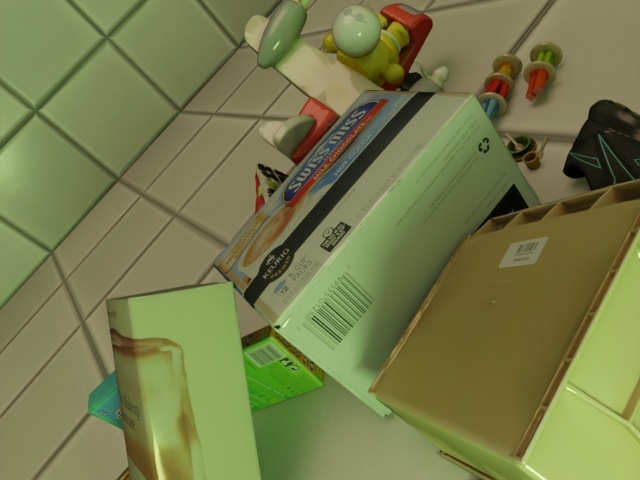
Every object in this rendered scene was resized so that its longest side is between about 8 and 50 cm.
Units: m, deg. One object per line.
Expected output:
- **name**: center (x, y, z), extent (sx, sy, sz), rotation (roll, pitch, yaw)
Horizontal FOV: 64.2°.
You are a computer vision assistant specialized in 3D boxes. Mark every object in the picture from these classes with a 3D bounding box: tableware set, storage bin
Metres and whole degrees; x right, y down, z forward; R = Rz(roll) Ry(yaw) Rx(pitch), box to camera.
- **tableware set**: center (0.271, -0.125, 0.805), extent (0.154, 0.024, 0.104), rotation (1, 55, 47)
- **storage bin**: center (0.200, 0.090, 0.471), extent (0.260, 0.123, 0.262), rotation (-54, 8, -15)

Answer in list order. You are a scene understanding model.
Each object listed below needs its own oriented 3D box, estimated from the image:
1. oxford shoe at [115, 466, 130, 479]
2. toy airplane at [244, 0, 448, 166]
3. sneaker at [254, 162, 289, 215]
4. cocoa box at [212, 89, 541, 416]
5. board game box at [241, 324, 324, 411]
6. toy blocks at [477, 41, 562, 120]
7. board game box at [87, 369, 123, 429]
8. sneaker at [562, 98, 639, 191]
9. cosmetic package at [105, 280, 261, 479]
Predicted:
- **oxford shoe**: center (-0.218, 0.339, 0.726), extent (0.076, 0.076, 0.212), rotation (27, 46, 36)
- **toy airplane**: center (0.044, -0.304, 0.955), extent (0.386, 0.272, 0.384), rotation (-3, 64, 0)
- **sneaker**: center (-0.108, -0.078, 1.092), extent (0.118, 0.107, 0.279), rotation (-62, 18, 22)
- **cocoa box**: center (0.074, -0.001, 0.690), extent (0.347, 0.231, 0.228), rotation (-50, 33, -7)
- **board game box**: center (-0.134, 0.216, 0.775), extent (0.259, 0.124, 0.039), rotation (-29, 31, 22)
- **toy blocks**: center (0.328, -0.255, 0.858), extent (0.123, 0.054, 0.148), rotation (-1, 53, 47)
- **board game box**: center (-0.245, 0.233, 0.844), extent (0.210, 0.160, 0.047), rotation (-43, 33, 1)
- **sneaker**: center (0.386, -0.064, 0.579), extent (0.106, 0.101, 0.267), rotation (-57, 29, 22)
- **cosmetic package**: center (-0.173, 0.207, 0.638), extent (0.153, 0.129, 0.296), rotation (-13, 85, 58)
